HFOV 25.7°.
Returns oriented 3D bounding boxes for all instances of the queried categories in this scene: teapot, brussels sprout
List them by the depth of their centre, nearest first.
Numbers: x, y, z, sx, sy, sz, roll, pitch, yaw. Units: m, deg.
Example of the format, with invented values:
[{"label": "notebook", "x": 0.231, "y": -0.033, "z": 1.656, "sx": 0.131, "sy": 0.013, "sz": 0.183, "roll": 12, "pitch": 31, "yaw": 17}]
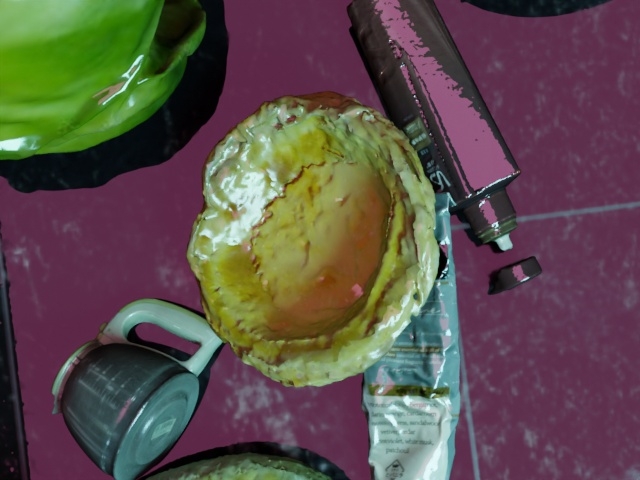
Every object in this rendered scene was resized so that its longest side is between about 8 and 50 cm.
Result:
[{"label": "brussels sprout", "x": -0.211, "y": -0.180, "z": 0.928, "sx": 0.294, "sy": 0.259, "sz": 0.227, "roll": -14, "pitch": 49, "yaw": -30}, {"label": "teapot", "x": -0.138, "y": 0.106, "z": 1.015, "sx": 0.091, "sy": 0.124, "sz": 0.092, "roll": 32, "pitch": 131, "yaw": 18}]

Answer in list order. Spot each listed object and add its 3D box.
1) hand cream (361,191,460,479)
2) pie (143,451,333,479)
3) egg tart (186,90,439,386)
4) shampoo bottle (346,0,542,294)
[{"label": "hand cream", "x": 0.066, "y": 0.091, "z": 1.009, "sx": 0.075, "sy": 0.052, "sz": 0.247, "roll": 0, "pitch": 88, "yaw": 25}, {"label": "pie", "x": -0.062, "y": 0.288, "z": 1.001, "sx": 0.277, "sy": 0.078, "sz": 0.276, "roll": 0, "pitch": 94, "yaw": 4}, {"label": "egg tart", "x": 0.001, "y": -0.001, "z": 0.978, "sx": 0.213, "sy": 0.090, "sz": 0.212, "roll": -6, "pitch": 81, "yaw": 37}, {"label": "shampoo bottle", "x": 0.093, "y": -0.075, "z": 1.012, "sx": 0.067, "sy": 0.068, "sz": 0.236, "roll": -25, "pitch": 85, "yaw": -8}]
